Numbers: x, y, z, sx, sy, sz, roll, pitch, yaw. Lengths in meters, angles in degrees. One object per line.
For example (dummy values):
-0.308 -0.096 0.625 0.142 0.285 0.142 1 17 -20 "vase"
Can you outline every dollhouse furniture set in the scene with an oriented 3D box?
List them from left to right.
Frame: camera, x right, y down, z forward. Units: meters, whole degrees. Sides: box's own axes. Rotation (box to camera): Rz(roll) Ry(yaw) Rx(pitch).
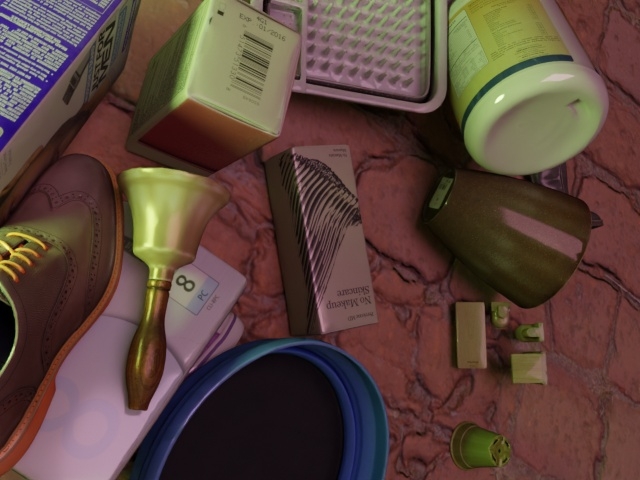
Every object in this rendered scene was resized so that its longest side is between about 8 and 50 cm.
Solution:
0.315 0.187 1.226 0.151 0.123 0.144 -1 81 3 "dollhouse furniture set"

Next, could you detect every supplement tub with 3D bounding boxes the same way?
0.319 -0.292 1.137 0.228 0.228 0.316 14 48 -30 "supplement tub"

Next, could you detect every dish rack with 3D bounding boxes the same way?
0.043 -0.347 1.086 0.332 0.072 0.286 6 78 -18 "dish rack"

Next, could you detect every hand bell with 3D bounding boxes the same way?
-0.173 0.057 0.719 0.126 0.126 0.242 14 73 -29 "hand bell"

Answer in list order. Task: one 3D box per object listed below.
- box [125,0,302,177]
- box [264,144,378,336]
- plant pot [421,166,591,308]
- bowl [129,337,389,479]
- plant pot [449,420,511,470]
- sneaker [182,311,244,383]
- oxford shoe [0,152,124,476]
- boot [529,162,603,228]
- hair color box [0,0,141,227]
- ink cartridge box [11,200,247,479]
-0.144 -0.189 0.876 0.126 0.232 0.149 20 72 -28 "box"
0.000 0.000 1.018 0.113 0.094 0.275 -9 86 -33 "box"
0.300 -0.028 1.165 0.230 0.215 0.216 27 68 -11 "plant pot"
-0.070 0.312 0.874 0.391 0.077 0.392 -9 104 -41 "bowl"
0.277 0.351 1.143 0.083 0.079 0.083 6 78 -32 "plant pot"
-0.234 0.139 0.848 0.282 0.102 0.161 -36 99 -31 "sneaker"
-0.284 0.042 0.660 0.129 0.133 0.364 9 58 0 "oxford shoe"
0.487 -0.120 1.366 0.189 0.076 0.209 2 74 -34 "boot"
-0.321 -0.167 0.744 0.110 0.185 0.339 29 55 -9 "hair color box"
-0.320 0.061 0.750 0.385 0.091 0.308 36 60 -6 "ink cartridge box"
